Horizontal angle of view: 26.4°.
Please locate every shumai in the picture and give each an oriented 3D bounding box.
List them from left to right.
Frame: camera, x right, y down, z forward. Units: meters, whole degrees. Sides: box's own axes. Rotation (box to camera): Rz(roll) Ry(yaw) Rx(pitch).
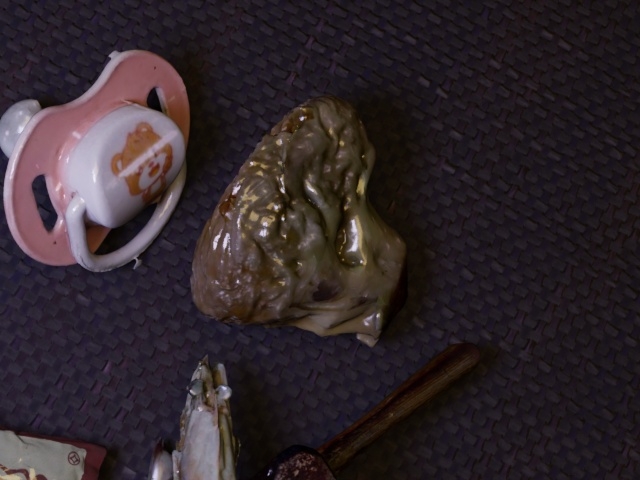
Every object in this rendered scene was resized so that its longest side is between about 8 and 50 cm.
[{"bbox_3d":[0.003,0.002,1.816,0.283,0.217,0.346,37,76,2],"label":"shumai"}]

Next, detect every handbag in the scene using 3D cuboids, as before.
[{"bbox_3d":[-0.416,0.338,1.765,0.235,0.127,0.213,17,80,-15],"label":"handbag"}]

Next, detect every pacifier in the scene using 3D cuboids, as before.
[{"bbox_3d":[-0.304,-0.114,1.804,0.273,0.220,0.332,43,56,4],"label":"pacifier"}]

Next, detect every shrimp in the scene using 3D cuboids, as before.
[{"bbox_3d":[-0.176,0.321,1.746,0.085,0.247,0.360,17,67,-26],"label":"shrimp"}]

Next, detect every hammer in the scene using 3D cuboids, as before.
[{"bbox_3d":[0.051,0.255,1.806,0.409,0.242,0.095,-36,83,-27],"label":"hammer"}]
